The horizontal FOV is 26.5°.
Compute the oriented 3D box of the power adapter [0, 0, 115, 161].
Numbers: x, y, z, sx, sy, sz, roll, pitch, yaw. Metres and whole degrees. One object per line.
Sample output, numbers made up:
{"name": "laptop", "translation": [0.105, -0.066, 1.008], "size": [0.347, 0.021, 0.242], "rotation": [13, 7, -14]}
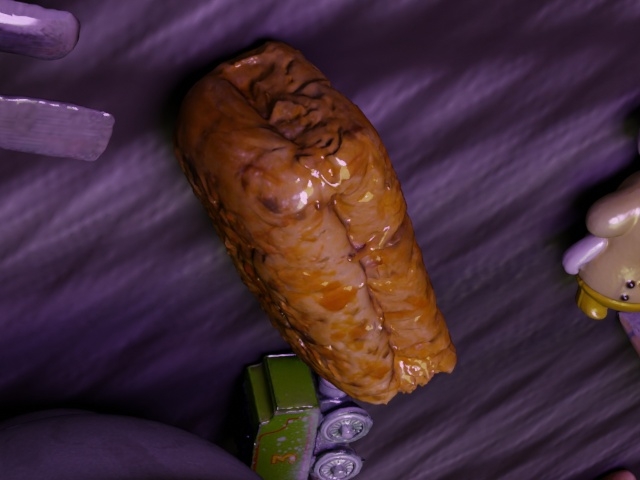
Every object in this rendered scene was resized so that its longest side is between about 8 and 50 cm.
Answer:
{"name": "power adapter", "translation": [-0.180, -0.073, 0.510], "size": [0.205, 0.130, 0.125], "rotation": [7, 131, -29]}

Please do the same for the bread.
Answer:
{"name": "bread", "translation": [0.000, 0.000, 0.689], "size": [0.083, 0.114, 0.211], "rotation": [-38, 139, -9]}

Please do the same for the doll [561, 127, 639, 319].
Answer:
{"name": "doll", "translation": [0.203, -0.020, 0.796], "size": [0.106, 0.062, 0.162], "rotation": [-5, 135, -27]}

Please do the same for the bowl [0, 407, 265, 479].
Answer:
{"name": "bowl", "translation": [-0.150, 0.187, 0.785], "size": [0.313, 0.146, 0.313], "rotation": [-13, 135, -13]}

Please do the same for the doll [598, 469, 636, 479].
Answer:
{"name": "doll", "translation": [0.256, 0.356, 1.105], "size": [0.318, 0.209, 0.340], "rotation": [-31, 136, 3]}

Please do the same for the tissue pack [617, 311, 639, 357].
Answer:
{"name": "tissue pack", "translation": [0.272, 0.101, 0.921], "size": [0.060, 0.108, 0.148], "rotation": [-37, 138, 12]}

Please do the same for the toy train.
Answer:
{"name": "toy train", "translation": [-0.018, 0.148, 0.874], "size": [0.081, 0.060, 0.202], "rotation": [-3, 135, -12]}
